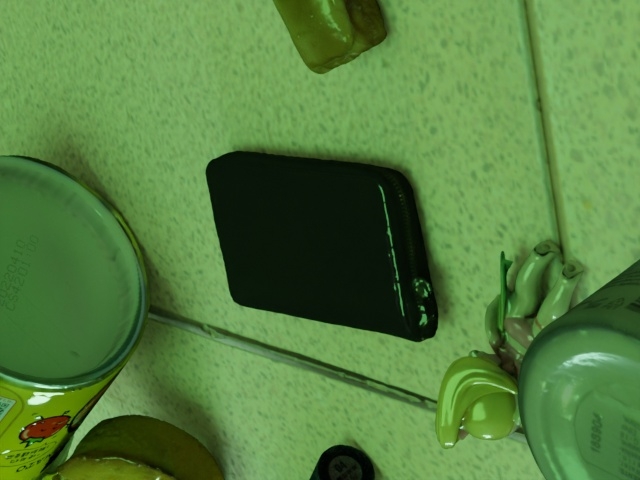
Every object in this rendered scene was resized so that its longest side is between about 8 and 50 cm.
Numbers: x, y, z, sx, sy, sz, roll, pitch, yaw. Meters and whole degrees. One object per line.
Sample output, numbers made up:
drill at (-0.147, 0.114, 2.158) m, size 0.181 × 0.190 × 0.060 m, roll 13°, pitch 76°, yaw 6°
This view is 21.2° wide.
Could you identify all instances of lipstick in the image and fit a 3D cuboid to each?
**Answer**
lipstick at (-0.010, 0.268, 1.592) m, size 0.053 × 0.053 × 0.234 m, roll 49°, pitch 144°, yaw 17°

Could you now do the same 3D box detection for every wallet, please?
wallet at (0.000, 0.000, 1.405) m, size 0.250 × 0.044 × 0.149 m, roll 7°, pitch 114°, yaw 50°

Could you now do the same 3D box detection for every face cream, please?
face cream at (0.235, 0.098, 1.083) m, size 0.177 × 0.153 × 0.177 m, roll 30°, pitch 135°, yaw 35°

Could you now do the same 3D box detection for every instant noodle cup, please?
instant noodle cup at (-0.329, 0.082, 1.663) m, size 0.325 × 0.325 × 0.254 m, roll 56°, pitch 135°, yaw 7°

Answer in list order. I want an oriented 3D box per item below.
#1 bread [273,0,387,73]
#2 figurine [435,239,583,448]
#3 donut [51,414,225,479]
bread at (-0.004, -0.191, 1.266) m, size 0.074 × 0.053 × 0.132 m, roll -9°, pitch 108°, yaw 53°
figurine at (0.137, 0.082, 1.269) m, size 0.083 × 0.083 × 0.187 m, roll 43°, pitch 131°, yaw 24°
donut at (-0.170, 0.246, 1.713) m, size 0.174 × 0.075 × 0.190 m, roll -12°, pitch 131°, yaw 33°
